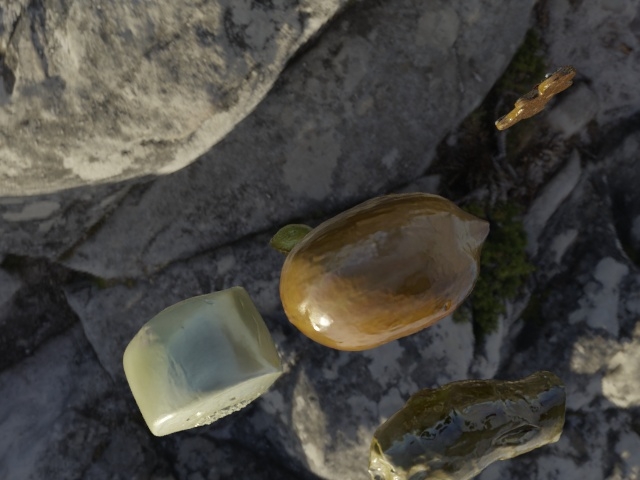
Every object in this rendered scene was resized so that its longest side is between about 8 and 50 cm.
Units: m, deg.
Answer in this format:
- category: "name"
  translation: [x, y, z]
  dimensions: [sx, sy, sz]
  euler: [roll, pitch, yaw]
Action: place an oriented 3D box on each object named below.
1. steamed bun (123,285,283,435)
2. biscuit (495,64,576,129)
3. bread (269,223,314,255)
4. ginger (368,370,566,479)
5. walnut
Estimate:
- category: "steamed bun"
  translation: [-0.202, 0.191, 1.204]
  dimensions: [0.250, 0.200, 0.155]
  euler: [-30, 163, 10]
- category: "biscuit"
  translation: [0.429, -0.286, 1.465]
  dimensions: [0.138, 0.031, 0.205]
  euler: [-26, 172, -17]
- category: "bread"
  translation: [0.000, 0.000, 1.236]
  dimensions: [0.149, 0.187, 0.065]
  euler: [18, 106, 10]
- category: "ginger"
  translation: [0.179, 0.234, 0.934]
  dimensions: [0.262, 0.116, 0.109]
  euler: [-15, 132, -15]
- category: "walnut"
  translation: [0.091, 0.041, 1.003]
  dimensions: [0.297, 0.203, 0.203]
  euler: [-18, 126, -1]
